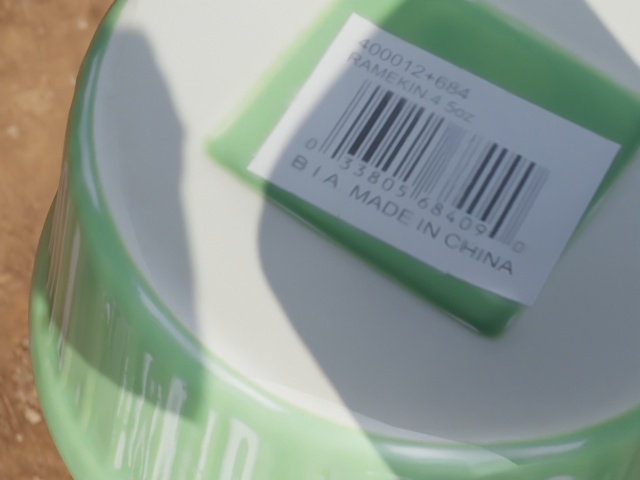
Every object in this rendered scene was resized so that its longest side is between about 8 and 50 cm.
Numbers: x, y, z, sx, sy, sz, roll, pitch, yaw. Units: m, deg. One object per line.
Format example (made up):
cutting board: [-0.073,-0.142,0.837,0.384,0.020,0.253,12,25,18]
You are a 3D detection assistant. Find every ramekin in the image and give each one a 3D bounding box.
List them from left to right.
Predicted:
ramekin: [0.036,-0.003,0.721,0.303,0.148,0.303,4,58,-6]
